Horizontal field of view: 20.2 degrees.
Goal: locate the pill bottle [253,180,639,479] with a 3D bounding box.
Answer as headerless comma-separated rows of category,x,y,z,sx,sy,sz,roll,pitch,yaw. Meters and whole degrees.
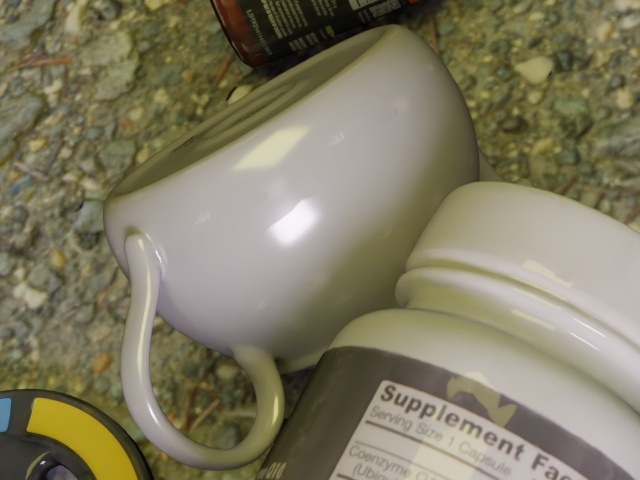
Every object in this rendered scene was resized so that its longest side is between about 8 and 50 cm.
pill bottle,0.058,0.164,0.917,0.204,0.204,0.361,20,68,27

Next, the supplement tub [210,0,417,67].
supplement tub,0.017,-0.207,1.301,0.197,0.106,0.106,-22,58,6

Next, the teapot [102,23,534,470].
teapot,0.000,0.000,1.109,0.256,0.252,0.187,-29,100,8

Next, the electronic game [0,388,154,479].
electronic game,-0.213,0.206,1.190,0.229,0.048,0.229,-8,61,14

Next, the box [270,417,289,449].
box,0.116,0.289,1.005,0.318,0.097,0.395,-5,61,18
